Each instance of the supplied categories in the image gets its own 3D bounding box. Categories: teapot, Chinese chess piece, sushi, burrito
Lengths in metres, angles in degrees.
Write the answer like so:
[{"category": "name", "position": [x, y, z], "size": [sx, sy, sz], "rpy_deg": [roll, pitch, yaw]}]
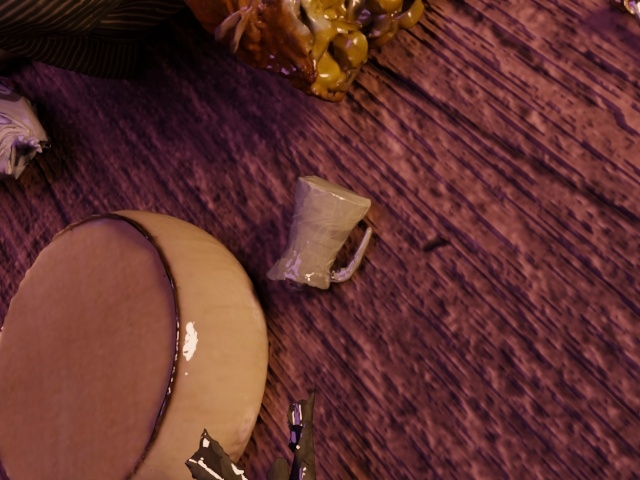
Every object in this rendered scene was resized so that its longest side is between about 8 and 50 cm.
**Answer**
[{"category": "teapot", "position": [0.000, 0.000, 0.724], "size": [0.067, 0.057, 0.083], "rpy_deg": [25, 98, 13]}, {"category": "Chinese chess piece", "position": [-0.156, 0.099, 0.779], "size": [0.250, 0.103, 0.249], "rpy_deg": [-14, 67, 36]}, {"category": "sushi", "position": [-0.010, -0.248, 0.748], "size": [0.179, 0.167, 0.296], "rpy_deg": [-22, 51, 39]}, {"category": "burrito", "position": [-0.406, -0.121, 1.061], "size": [0.446, 0.101, 0.139], "rpy_deg": [5, 67, 43]}]

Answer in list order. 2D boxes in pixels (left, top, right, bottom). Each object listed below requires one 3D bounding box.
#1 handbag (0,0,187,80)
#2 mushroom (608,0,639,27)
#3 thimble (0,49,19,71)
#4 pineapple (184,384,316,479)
[{"category": "handbag", "position": [-0.202, -0.308, 0.869], "size": [0.247, 0.240, 0.340], "rpy_deg": [-20, 63, 31]}, {"category": "mushroom", "position": [0.270, -0.084, 0.553], "size": [0.026, 0.028, 0.286], "rpy_deg": [-27, 48, -22]}, {"category": "thimble", "position": [-0.401, -0.321, 1.082], "size": [0.288, 0.167, 0.254], "rpy_deg": [33, 96, 40]}, {"category": "pineapple", "position": [0.011, 0.264, 0.572], "size": [0.165, 0.166, 0.364], "rpy_deg": [-47, 43, 17]}]
